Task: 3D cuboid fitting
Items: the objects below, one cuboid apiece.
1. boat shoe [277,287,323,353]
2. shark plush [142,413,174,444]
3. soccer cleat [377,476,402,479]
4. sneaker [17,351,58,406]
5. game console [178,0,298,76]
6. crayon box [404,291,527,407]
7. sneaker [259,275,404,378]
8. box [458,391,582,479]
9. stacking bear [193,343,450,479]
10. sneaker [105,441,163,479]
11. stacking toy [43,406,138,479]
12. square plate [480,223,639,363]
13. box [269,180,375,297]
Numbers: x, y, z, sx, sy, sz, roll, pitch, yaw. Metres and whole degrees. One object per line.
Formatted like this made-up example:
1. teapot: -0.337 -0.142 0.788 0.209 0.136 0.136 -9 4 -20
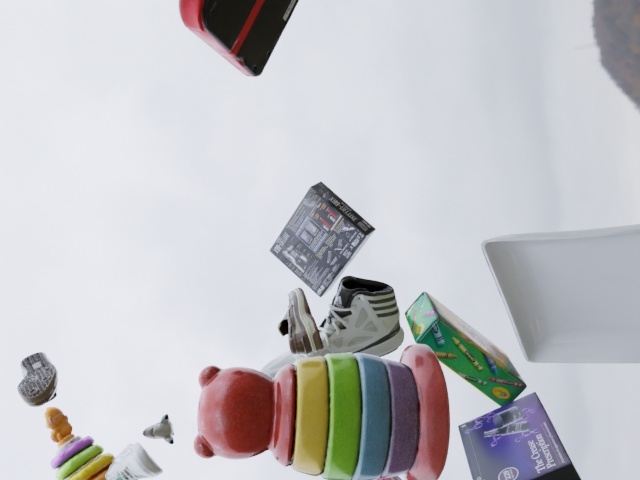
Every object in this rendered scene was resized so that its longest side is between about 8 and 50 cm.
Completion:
1. boat shoe: -0.066 0.202 1.852 0.257 0.095 0.095 -118 10 -66
2. shark plush: -0.407 0.471 1.836 0.161 0.067 0.073 172 85 -81
3. soccer cleat: 0.213 0.708 2.020 0.083 0.248 0.095 -59 -13 2
4. sneaker: -0.471 0.250 1.244 0.066 0.188 0.071 -24 -70 -15
5. game console: -0.112 -0.539 1.415 0.387 0.060 0.342 -62 -16 2
6. crayon box: 0.334 0.253 1.698 0.278 0.081 0.165 37 -168 -13
7. sneaker: 0.014 0.234 1.965 0.447 0.169 0.258 -23 -57 -20
8. box: 0.386 0.429 1.416 0.103 0.184 0.261 58 -170 -13
9. stacking bear: -0.005 0.210 0.878 0.164 0.288 0.176 135 137 -81
10. sneaker: -0.378 0.458 1.443 0.094 0.212 0.080 -39 -87 -28
11. stacking toy: -0.536 0.502 1.635 0.302 0.165 0.175 53 169 8
12. square plate: 0.466 0.085 1.157 0.344 0.347 0.049 59 -144 -40
13. box: 0.000 0.000 2.388 0.242 0.307 0.076 41 -146 11
